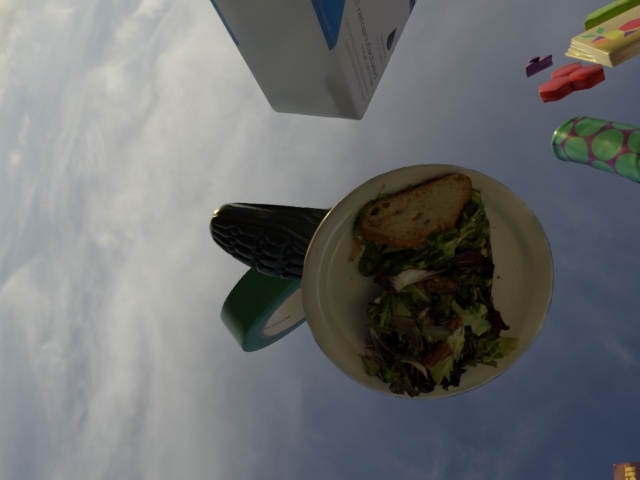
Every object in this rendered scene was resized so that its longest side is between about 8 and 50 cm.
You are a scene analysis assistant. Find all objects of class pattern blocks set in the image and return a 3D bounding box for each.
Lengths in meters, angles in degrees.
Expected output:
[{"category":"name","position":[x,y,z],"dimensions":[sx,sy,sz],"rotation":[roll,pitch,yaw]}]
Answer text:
[{"category":"pattern blocks set","position":[0.472,-0.311,0.638],"dimensions":[0.325,0.026,0.285],"rotation":[-19,-151,26]}]

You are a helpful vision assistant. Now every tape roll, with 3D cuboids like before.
[{"category":"tape roll","position":[-0.047,0.091,0.886],"dimensions":[0.321,0.321,0.077],"rotation":[-47,-108,18]}]

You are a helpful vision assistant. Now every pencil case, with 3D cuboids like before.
[{"category":"pencil case","position":[0.366,-0.112,0.542],"dimensions":[0.064,0.070,0.151],"rotation":[-60,-154,14]}]

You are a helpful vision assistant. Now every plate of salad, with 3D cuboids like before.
[{"category":"plate of salad","position":[0.084,0.042,0.342],"dimensions":[0.200,0.048,0.199],"rotation":[0,-76,1]}]

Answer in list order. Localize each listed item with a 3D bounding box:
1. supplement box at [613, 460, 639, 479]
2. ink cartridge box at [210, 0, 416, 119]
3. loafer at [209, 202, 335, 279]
[{"category":"supplement box","position":[0.241,0.177,0.289],"dimensions":[0.043,0.083,0.054],"rotation":[15,-122,5]},{"category":"ink cartridge box","position":[0.025,-0.417,0.609],"dimensions":[0.166,0.285,0.394],"rotation":[15,-111,27]},{"category":"loafer","position":[0.000,0.000,0.456],"dimensions":[0.076,0.224,0.078],"rotation":[110,-9,-47]}]
